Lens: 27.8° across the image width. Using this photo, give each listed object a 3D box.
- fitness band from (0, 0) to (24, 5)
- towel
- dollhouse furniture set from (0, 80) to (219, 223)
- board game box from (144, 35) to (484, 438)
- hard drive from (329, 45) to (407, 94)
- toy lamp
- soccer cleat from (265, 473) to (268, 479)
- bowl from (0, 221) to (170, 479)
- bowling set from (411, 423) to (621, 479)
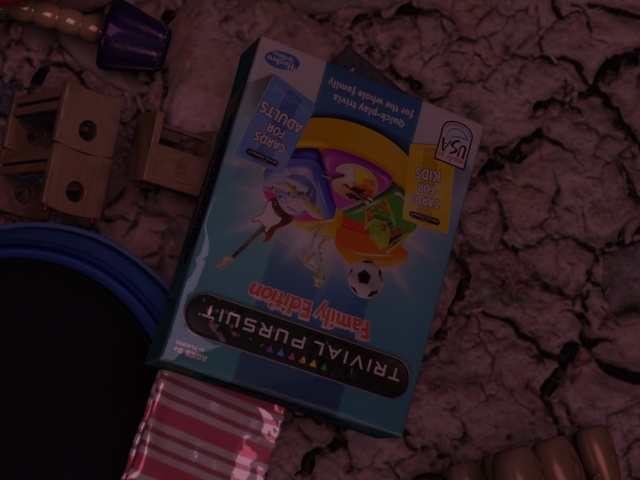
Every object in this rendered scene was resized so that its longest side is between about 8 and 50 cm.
[{"bbox_3d":[-0.358,-0.368,1.333,0.209,0.054,0.291,-28,73,-23],"label":"fitness band"},{"bbox_3d":[-0.103,0.175,1.287,0.144,0.029,0.197,24,74,-21],"label":"towel"},{"bbox_3d":[-0.223,-0.072,1.343,0.184,0.129,0.129,16,80,-37],"label":"dollhouse furniture set"},{"bbox_3d":[0.000,0.000,1.290,0.254,0.079,0.336,20,76,-15],"label":"board game box"},{"bbox_3d":[0.007,-0.064,1.392,0.172,0.054,0.254,40,78,-2],"label":"hard drive"},{"bbox_3d":[-0.294,-0.240,1.358,0.275,0.080,0.080,18,81,-5],"label":"toy lamp"},{"bbox_3d":[-0.082,0.256,1.345,0.072,0.060,0.179,34,72,-31],"label":"soccer cleat"},{"bbox_3d":[-0.287,0.179,1.247,0.391,0.077,0.391,3,85,-30],"label":"bowl"},{"bbox_3d":[0.200,0.296,1.340,0.200,0.287,0.154,-23,76,32],"label":"bowling set"}]
